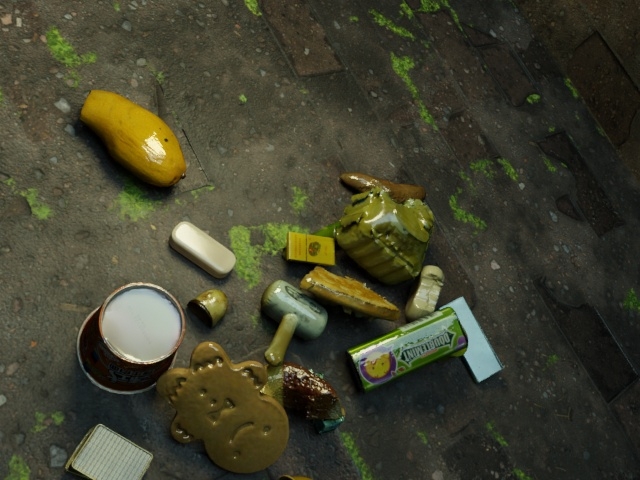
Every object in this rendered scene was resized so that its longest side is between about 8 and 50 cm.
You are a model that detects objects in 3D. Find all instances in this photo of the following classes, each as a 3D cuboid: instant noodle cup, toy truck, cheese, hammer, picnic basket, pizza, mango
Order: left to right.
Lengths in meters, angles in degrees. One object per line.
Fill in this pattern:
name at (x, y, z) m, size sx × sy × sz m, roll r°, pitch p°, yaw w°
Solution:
picnic basket at (-0.473, 0.502, 1.405) m, size 0.164 × 0.079 × 0.115 m, roll 35°, pitch 54°, yaw -8°
mango at (-0.521, -0.293, 1.759) m, size 0.359 × 0.144 × 0.187 m, roll 47°, pitch 50°, yaw 4°
instant noodle cup at (-0.441, 0.225, 1.497) m, size 0.250 × 0.192 × 0.251 m, roll 13°, pitch 60°, yaw -23°
hammer at (-0.090, 0.241, 1.676) m, size 0.201 × 0.113 × 0.305 m, roll 33°, pitch 28°, yaw -7°
toy truck at (-0.009, 0.441, 1.705) m, size 0.067 × 0.081 × 0.175 m, roll -8°, pitch 50°, yaw -32°
pizza at (0.067, 0.160, 1.827) m, size 0.323 × 0.223 × 0.090 m, roll 21°, pitch 99°, yaw -20°
cheese at (0.308, 0.219, 1.939) m, size 0.082 × 0.163 × 0.287 m, roll 20°, pitch 71°, yaw 1°

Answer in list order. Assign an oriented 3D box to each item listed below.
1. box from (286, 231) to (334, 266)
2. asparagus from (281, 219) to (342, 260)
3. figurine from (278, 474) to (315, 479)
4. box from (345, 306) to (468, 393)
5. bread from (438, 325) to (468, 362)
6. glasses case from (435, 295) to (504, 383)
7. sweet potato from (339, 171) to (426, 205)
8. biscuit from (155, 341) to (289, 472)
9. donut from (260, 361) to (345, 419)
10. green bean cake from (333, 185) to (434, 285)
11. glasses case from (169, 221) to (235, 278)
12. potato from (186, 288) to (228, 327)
box at (-0.028, 0.026, 1.865) m, size 0.155 × 0.023 × 0.087 m, roll 9°, pitch 67°, yaw -27°
asparagus at (0.001, -0.001, 1.938) m, size 0.277 × 0.060 × 0.067 m, roll -29°, pitch 91°, yaw -35°
figurine at (-0.082, 0.682, 1.475) m, size 0.257 × 0.167 × 0.192 m, roll -44°, pitch 58°, yaw -13°
box at (0.253, 0.314, 1.810) m, size 0.345 × 0.097 × 0.134 m, roll -20°, pitch 86°, yaw -13°
bread at (0.394, 0.316, 1.949) m, size 0.111 × 0.114 × 0.129 m, roll 45°, pitch 52°, yaw -2°
glasses case at (0.481, 0.324, 2.041) m, size 0.105 × 0.056 × 0.266 m, roll -25°, pitch 78°, yaw -11°
sweet potato at (0.226, -0.162, 2.128) m, size 0.341 × 0.092 × 0.114 m, roll 9°, pitch 36°, yaw -24°
biscuit at (-0.225, 0.415, 1.507) m, size 0.275 × 0.052 × 0.355 m, roll -35°, pitch 103°, yaw 1°
donut at (-0.082, 0.381, 1.621) m, size 0.294 × 0.112 × 0.151 m, roll 1°, pitch 46°, yaw -8°
green bean cake at (0.222, -0.047, 1.953) m, size 0.310 × 0.202 × 0.285 m, roll 41°, pitch 51°, yaw -27°
glasses case at (-0.330, 0.027, 1.750) m, size 0.196 × 0.050 × 0.083 m, roll 37°, pitch 51°, yaw -7°
potato at (-0.290, 0.167, 1.691) m, size 0.096 × 0.066 × 0.103 m, roll 45°, pitch 51°, yaw -5°
